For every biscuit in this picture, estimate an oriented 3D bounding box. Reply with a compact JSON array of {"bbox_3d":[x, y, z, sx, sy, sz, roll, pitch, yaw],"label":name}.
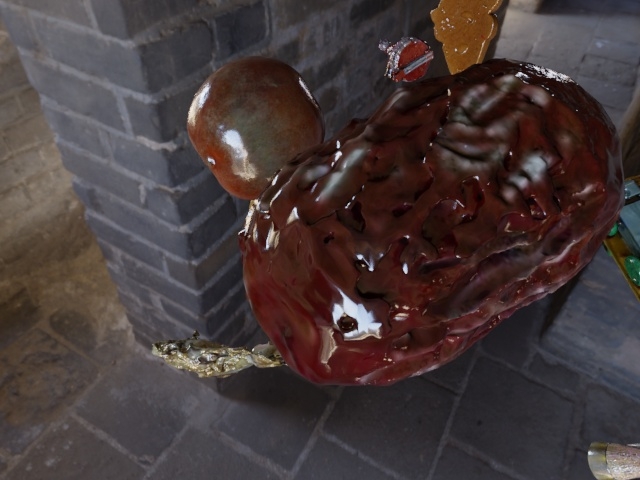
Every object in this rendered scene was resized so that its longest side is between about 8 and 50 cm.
[{"bbox_3d":[0.327,-0.489,1.098,0.043,0.281,0.183,-24,26,-31],"label":"biscuit"}]

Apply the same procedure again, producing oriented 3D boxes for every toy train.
[{"bbox_3d":[0.459,0.005,0.701,0.091,0.136,0.228,-24,64,15],"label":"toy train"}]

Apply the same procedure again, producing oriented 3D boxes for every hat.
[{"bbox_3d":[0.227,-0.546,1.456,0.140,0.128,0.227,-48,38,10],"label":"hat"}]

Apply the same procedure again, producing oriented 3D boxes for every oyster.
[{"bbox_3d":[-0.235,0.294,1.216,0.354,0.201,0.107,9,86,-10],"label":"oyster"}]

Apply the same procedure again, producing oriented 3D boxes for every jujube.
[{"bbox_3d":[0.104,-0.030,0.461,0.376,0.259,0.258,-24,50,-24],"label":"jujube"}]

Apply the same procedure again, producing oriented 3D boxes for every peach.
[{"bbox_3d":[-0.118,-0.200,0.893,0.252,0.253,0.253,1,45,-1],"label":"peach"}]

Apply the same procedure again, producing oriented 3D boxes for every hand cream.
[{"bbox_3d":[0.680,0.470,1.038,0.083,0.203,0.084,14,64,-29],"label":"hand cream"}]

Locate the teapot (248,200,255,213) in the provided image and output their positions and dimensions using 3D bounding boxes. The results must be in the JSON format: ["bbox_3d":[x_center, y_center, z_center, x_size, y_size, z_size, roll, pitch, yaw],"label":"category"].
[{"bbox_3d":[-0.190,-0.108,2.018,0.166,0.312,0.203,-1,37,-29],"label":"teapot"}]
